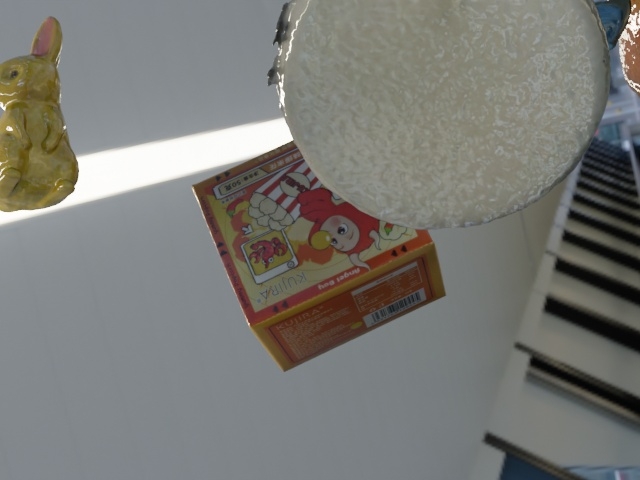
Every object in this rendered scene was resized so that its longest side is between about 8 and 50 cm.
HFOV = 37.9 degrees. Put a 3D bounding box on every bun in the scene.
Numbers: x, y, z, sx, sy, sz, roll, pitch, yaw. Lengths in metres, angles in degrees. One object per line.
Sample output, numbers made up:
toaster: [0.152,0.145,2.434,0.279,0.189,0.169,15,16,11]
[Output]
bun: [0.100,-0.155,0.784,0.175,0.263,0.263,-73,-33,-61]

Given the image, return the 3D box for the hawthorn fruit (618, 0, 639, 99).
hawthorn fruit: [0.620,-0.348,1.323,0.472,0.472,0.471,-11,-90,-72]

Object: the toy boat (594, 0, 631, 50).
toy boat: [0.263,-0.239,1.072,0.075,0.186,0.077,46,-140,-53]

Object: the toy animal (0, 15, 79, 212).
toy animal: [-0.235,-0.106,0.754,0.070,0.083,0.159,10,-109,-37]

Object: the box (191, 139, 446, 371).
box: [0.000,0.000,1.387,0.214,0.284,0.259,67,178,-63]
